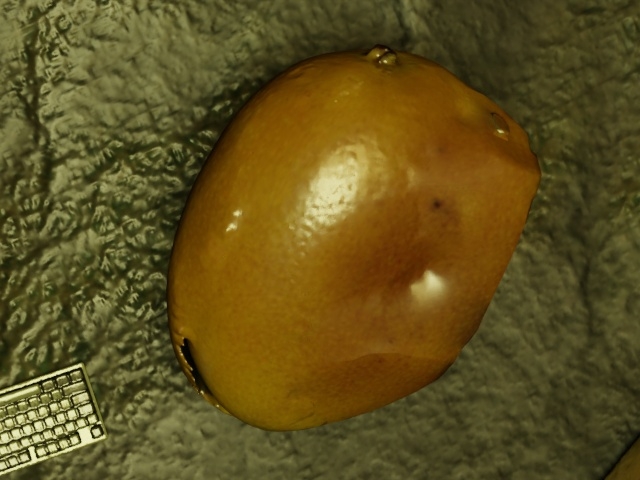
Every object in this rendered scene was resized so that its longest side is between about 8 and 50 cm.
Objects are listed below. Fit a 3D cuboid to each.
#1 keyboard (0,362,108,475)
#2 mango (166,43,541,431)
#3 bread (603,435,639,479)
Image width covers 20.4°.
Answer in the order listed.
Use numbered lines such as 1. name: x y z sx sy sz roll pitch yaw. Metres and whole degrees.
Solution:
1. keyboard: -0.193 0.115 1.046 0.129 0.015 0.049 -18 96 -9
2. mango: 0.000 0.000 1.016 0.166 0.136 0.236 17 103 -23
3. bread: 0.256 0.205 1.078 0.174 0.133 0.251 37 85 -12
